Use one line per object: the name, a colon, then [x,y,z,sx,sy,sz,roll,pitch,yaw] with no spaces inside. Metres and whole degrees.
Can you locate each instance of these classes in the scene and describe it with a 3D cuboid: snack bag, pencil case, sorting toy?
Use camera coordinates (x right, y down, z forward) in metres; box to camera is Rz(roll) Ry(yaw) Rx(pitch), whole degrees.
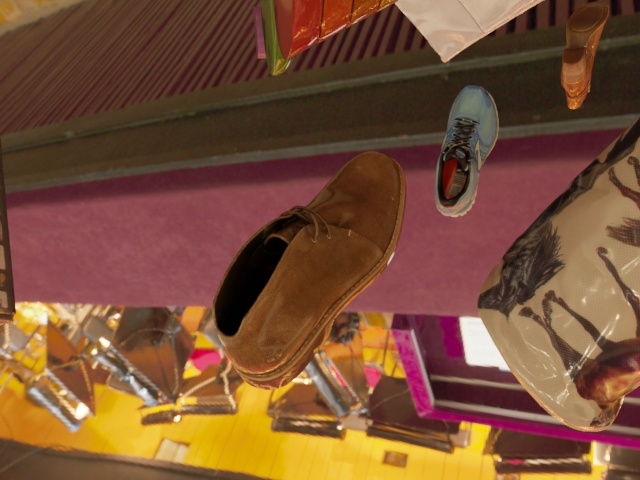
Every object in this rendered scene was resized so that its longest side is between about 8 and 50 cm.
snack bag: [0.242,-0.537,1.130,0.323,0.037,0.342,42,162,-14]
pencil case: [0.305,-0.024,0.425,0.183,0.160,0.410,37,115,-4]
sorting toy: [0.001,-0.252,0.612,0.126,0.365,0.127,-6,103,-9]

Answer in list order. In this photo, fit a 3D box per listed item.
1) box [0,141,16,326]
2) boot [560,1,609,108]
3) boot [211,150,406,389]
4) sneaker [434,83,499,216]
box: [-0.487,-0.105,0.567,0.097,0.395,0.318,-20,160,13]
boot: [0.571,-0.402,1.218,0.072,0.197,0.152,21,164,34]
boot: [0.000,0.000,0.579,0.112,0.305,0.115,17,150,30]
sneaker: [0.175,-0.108,0.671,0.063,0.162,0.073,11,-175,19]
